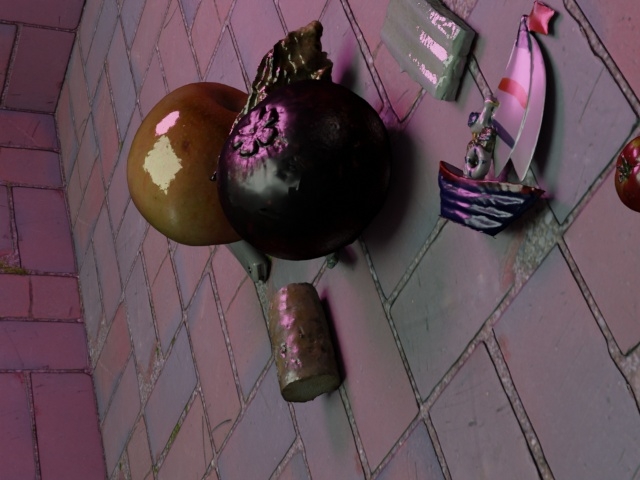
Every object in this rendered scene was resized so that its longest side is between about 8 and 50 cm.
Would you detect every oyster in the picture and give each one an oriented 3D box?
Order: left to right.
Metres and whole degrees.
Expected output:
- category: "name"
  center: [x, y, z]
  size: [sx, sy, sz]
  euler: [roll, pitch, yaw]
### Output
- category: "oyster"
  center: [-0.040, -0.202, 1.937]
  size: [0.096, 0.221, 0.361]
  euler: [28, 94, 39]

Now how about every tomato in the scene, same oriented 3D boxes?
- category: "tomato"
  center: [0.360, -0.070, 1.177]
  size: [0.087, 0.075, 0.087]
  euler: [-176, 90, -80]

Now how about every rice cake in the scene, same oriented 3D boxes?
- category: "rice cake"
  center: [0.158, -0.311, 1.662]
  size: [0.237, 0.043, 0.127]
  euler: [-122, 41, -51]

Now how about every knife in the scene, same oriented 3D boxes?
- category: "knife"
  center: [-0.168, 0.018, 2.302]
  size: [0.265, 0.041, 0.073]
  euler: [-136, 43, -58]

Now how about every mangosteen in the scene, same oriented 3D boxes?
- category: "mangosteen"
  center: [-0.016, -0.102, 1.756]
  size: [0.297, 0.293, 0.297]
  euler: [-33, 24, 17]

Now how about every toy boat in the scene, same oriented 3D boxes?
- category: "toy boat"
  center: [0.254, -0.140, 1.438]
  size: [0.318, 0.072, 0.219]
  euler: [-60, 32, 26]

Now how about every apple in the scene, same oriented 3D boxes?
- category: "apple"
  center: [-0.215, -0.155, 2.113]
  size: [0.319, 0.319, 0.277]
  euler: [-124, 42, -52]

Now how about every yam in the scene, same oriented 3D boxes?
- category: "yam"
  center: [-0.034, 0.178, 1.922]
  size: [0.107, 0.107, 0.194]
  euler: [125, 141, -47]

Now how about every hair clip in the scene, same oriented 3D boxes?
- category: "hair clip"
  center: [0.002, 0.000, 1.948]
  size: [0.229, 0.036, 0.066]
  euler: [-127, 52, -64]
